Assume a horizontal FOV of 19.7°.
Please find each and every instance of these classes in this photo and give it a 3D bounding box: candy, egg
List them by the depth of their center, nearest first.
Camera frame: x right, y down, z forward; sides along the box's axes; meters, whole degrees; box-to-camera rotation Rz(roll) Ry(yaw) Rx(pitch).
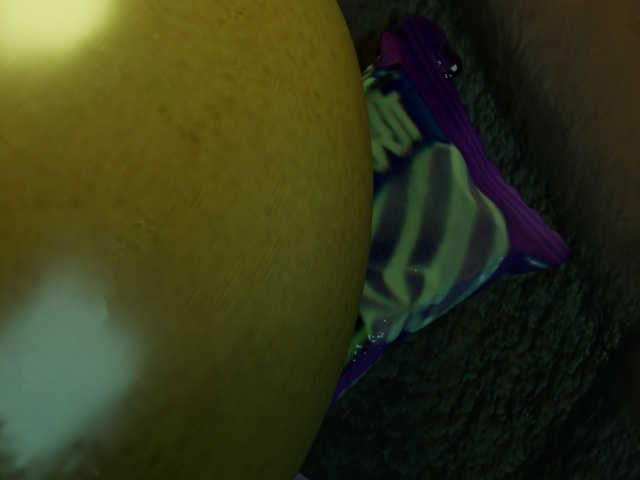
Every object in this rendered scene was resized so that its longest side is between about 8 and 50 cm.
[{"bbox_3d":[-0.110,0.007,0.610,0.322,0.250,0.250,-55,132,-27],"label":"egg"},{"bbox_3d":[0.000,0.000,0.829,0.275,0.070,0.145,-32,80,-37],"label":"candy"}]

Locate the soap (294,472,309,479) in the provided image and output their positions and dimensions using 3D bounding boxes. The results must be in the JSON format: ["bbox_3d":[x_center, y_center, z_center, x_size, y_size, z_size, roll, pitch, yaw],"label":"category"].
[{"bbox_3d":[-0.078,0.182,0.816,0.122,0.065,0.203,44,69,-41],"label":"soap"}]
